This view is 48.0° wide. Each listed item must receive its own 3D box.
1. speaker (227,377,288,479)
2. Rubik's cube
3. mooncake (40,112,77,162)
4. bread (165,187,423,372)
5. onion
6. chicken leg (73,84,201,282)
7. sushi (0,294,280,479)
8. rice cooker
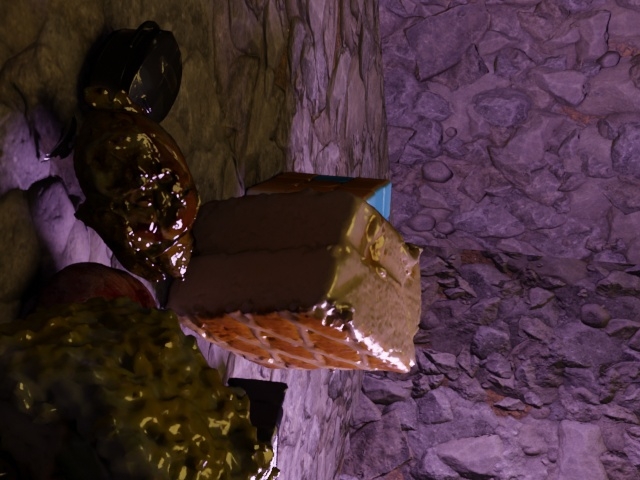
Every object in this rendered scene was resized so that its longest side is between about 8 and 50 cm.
[{"bbox_3d":[-0.166,0.504,1.525,0.184,0.180,0.388,-1,96,-81],"label":"speaker"},{"bbox_3d":[0.000,0.000,1.745,0.292,0.291,0.290,-37,130,-69],"label":"Rubik's cube"},{"bbox_3d":[-0.320,-0.015,0.995,0.346,0.057,0.150,84,4,-58],"label":"mooncake"},{"bbox_3d":[-0.026,0.087,1.368,0.390,0.371,0.279,36,54,-52],"label":"bread"},{"bbox_3d":[-0.270,0.112,0.928,0.159,0.195,0.159,-43,141,-48],"label":"onion"},{"bbox_3d":[-0.223,-0.030,0.979,0.361,0.140,0.211,78,8,-54],"label":"chicken leg"},{"bbox_3d":[-0.247,0.259,0.747,0.240,0.351,0.396,-32,147,-63],"label":"sushi"},{"bbox_3d":[-0.263,-0.231,1.017,0.112,0.107,0.165,74,22,-55],"label":"rice cooker"}]
